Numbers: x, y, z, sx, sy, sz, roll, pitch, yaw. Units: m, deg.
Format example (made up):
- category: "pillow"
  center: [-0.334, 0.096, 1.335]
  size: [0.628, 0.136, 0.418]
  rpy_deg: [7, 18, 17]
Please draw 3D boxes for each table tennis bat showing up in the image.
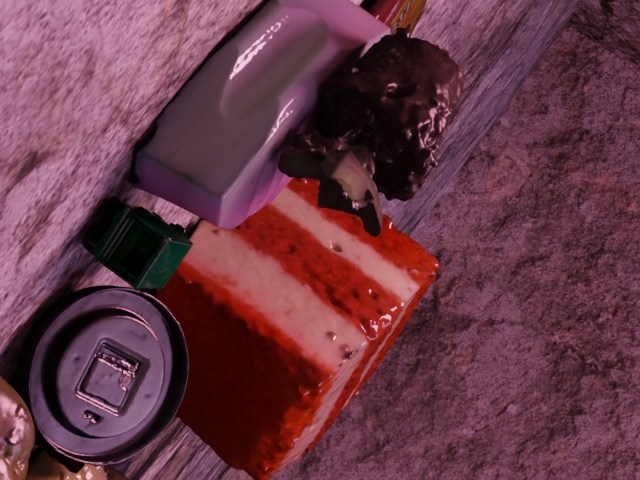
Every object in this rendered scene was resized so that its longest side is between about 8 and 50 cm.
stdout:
- category: "table tennis bat"
  center: [0.056, -0.248, 1.746]
  size: [0.268, 0.051, 0.414]
  rpy_deg: [-57, 173, 9]

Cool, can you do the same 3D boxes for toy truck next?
- category: "toy truck"
  center: [-0.179, 0.004, 1.321]
  size: [0.065, 0.079, 0.147]
  rpy_deg: [-56, 173, 2]

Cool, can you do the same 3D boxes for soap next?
- category: "soap"
  center: [-0.057, -0.136, 1.365]
  size: [0.324, 0.109, 0.193]
  rpy_deg: [-49, 167, -34]

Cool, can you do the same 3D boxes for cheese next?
- category: "cheese"
  center: [-0.342, 0.324, 1.574]
  size: [0.167, 0.094, 0.123]
  rpy_deg: [-43, 175, -38]

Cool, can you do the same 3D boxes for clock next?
- category: "clock"
  center: [-0.221, 0.134, 1.338]
  size: [0.040, 0.184, 0.184]
  rpy_deg: [12, -122, 52]

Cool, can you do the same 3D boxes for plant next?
- category: "plant"
  center: [0.054, -0.108, 1.315]
  size: [0.203, 0.142, 0.131]
  rpy_deg: [-63, 180, -25]

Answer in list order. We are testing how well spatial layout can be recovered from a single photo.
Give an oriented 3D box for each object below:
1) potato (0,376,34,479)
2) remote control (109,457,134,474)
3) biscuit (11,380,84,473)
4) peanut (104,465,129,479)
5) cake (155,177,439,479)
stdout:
- category: "potato"
  center: [-0.328, 0.186, 0.947]
  size: [0.262, 0.165, 0.165]
  rpy_deg: [-34, 160, -33]
- category: "remote control"
  center: [-0.391, 0.468, 1.966]
  size: [0.378, 0.044, 0.107]
  rpy_deg: [-59, 164, 16]
- category: "biscuit"
  center: [-0.277, 0.181, 1.466]
  size: [0.106, 0.070, 0.252]
  rpy_deg: [-52, 170, -18]
- category: "peanut"
  center: [-0.330, 0.449, 1.836]
  size: [0.140, 0.153, 0.325]
  rpy_deg: [-24, 139, -53]
- category: "cake"
  center: [-0.058, 0.100, 1.684]
  size: [0.319, 0.269, 0.270]
  rpy_deg: [-41, 164, -50]
